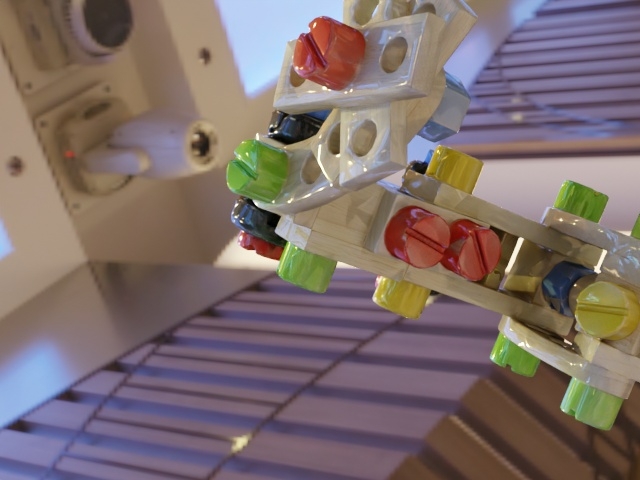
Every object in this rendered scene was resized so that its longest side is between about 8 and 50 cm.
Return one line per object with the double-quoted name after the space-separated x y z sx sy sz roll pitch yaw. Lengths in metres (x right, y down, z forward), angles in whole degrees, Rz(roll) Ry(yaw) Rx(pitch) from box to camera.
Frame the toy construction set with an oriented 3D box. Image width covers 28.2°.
0.077 -0.005 0.667 0.328 0.215 0.151 37 -94 -35 "toy construction set"
